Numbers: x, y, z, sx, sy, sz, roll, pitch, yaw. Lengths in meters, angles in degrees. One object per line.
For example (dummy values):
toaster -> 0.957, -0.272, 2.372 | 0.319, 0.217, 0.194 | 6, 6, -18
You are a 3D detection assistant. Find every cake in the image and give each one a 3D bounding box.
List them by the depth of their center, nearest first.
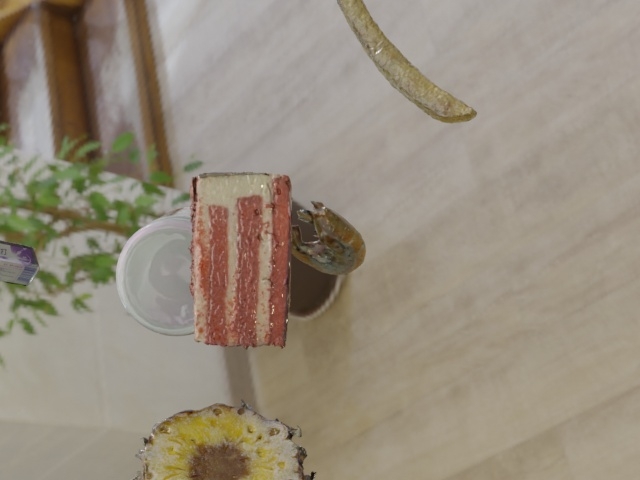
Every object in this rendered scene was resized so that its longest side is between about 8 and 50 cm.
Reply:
cake -> -0.123, 0.037, 1.637 | 0.159, 0.158, 0.262 | 102, 169, -82

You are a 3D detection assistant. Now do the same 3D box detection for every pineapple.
pineapple -> -0.180, 0.488, 1.914 | 0.352, 0.352, 0.300 | 47, 140, 46

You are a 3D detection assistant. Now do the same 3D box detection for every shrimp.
shrimp -> 0.001, 0.003, 1.828 | 0.132, 0.187, 0.052 | -18, 43, 15

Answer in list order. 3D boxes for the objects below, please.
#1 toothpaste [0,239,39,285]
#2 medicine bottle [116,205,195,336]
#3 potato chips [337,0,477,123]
toothpaste -> -0.483, 0.021, 1.493 | 0.040, 0.196, 0.047 | -44, 56, 23
medicine bottle -> -0.233, 0.044, 1.911 | 0.316, 0.202, 0.202 | -75, 5, -83
potato chips -> 0.130, -0.330, 1.908 | 0.080, 0.057, 0.407 | -44, 63, 13
